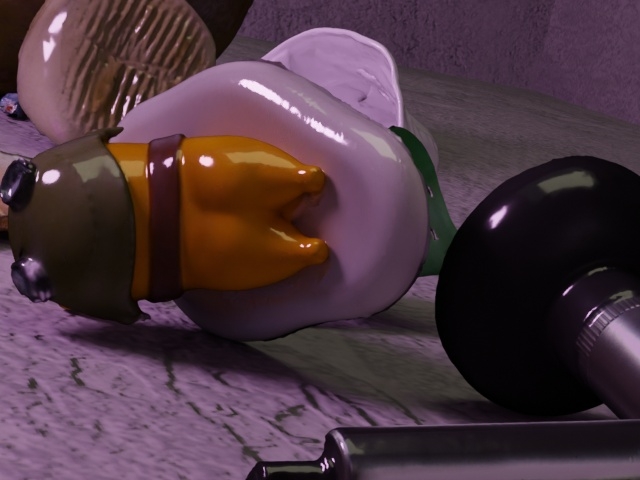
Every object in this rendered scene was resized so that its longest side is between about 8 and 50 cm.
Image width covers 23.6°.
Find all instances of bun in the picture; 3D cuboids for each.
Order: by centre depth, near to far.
[{"bbox_3d":[-0.204,-0.159,1.479,0.178,0.193,0.128,30,-20,-24],"label":"bun"}]

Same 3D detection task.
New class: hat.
[{"bbox_3d":[0.023,-0.076,1.316,0.203,0.203,0.126,21,-1,40],"label":"hat"}]

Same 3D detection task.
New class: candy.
[{"bbox_3d":[-0.318,-0.142,1.606,0.030,0.020,0.083,10,11,-3],"label":"candy"}]

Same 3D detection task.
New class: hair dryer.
[{"bbox_3d":[0.109,0.058,0.737,0.284,0.156,0.320,20,16,-18],"label":"hair dryer"}]

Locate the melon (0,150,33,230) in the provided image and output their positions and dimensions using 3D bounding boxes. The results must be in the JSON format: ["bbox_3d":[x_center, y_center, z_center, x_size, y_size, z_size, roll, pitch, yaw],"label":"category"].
[{"bbox_3d":[-0.216,-0.030,1.070,0.182,0.054,0.098,1,21,-44],"label":"melon"}]

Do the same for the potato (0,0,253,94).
[{"bbox_3d":[-0.267,-0.302,1.663,0.442,0.385,0.319,4,30,-41],"label":"potato"}]

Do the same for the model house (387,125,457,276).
[{"bbox_3d":[0.000,0.000,1.060,0.167,0.117,0.088,-19,-10,-30],"label":"model house"}]

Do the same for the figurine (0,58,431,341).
[{"bbox_3d":[-0.078,-0.018,0.849,0.250,0.167,0.141,-1,4,42],"label":"figurine"}]
